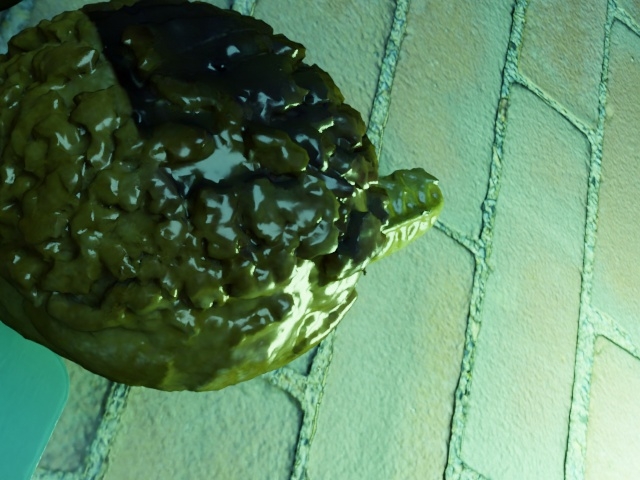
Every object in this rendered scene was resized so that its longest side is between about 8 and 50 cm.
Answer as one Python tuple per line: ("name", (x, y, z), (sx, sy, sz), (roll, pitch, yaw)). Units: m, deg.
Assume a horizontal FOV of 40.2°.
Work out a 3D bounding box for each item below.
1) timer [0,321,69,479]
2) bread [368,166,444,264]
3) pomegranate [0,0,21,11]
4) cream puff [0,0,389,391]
("timer", (-0.316, 0.133, 0.594), (0.232, 0.091, 0.250), (39, 43, -22))
("bread", (-0.001, -0.001, 0.879), (0.077, 0.084, 0.367), (37, 39, 29))
("pomegranate", (-0.288, -0.272, 0.690), (0.179, 0.210, 0.179), (-10, 112, -25))
("cream puff", (-0.104, -0.059, 0.652), (0.327, 0.231, 0.343), (18, 42, 4))
